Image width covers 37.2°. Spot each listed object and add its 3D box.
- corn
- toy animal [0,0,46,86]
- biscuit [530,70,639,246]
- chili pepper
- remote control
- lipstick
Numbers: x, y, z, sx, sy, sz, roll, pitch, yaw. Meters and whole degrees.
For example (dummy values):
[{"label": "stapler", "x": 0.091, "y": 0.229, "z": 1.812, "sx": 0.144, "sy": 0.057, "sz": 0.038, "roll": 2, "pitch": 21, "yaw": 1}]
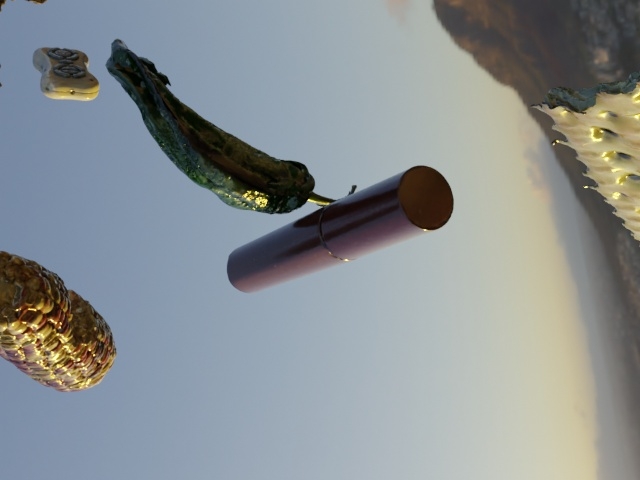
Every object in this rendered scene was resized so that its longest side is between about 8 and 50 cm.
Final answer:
[{"label": "corn", "x": -0.269, "y": 0.080, "z": 0.918, "sx": 0.290, "sy": 0.098, "sz": 0.098, "roll": 87, "pitch": 178, "yaw": -69}, {"label": "toy animal", "x": -0.259, "y": -0.102, "z": 0.633, "sx": 0.186, "sy": 0.093, "sz": 0.214, "roll": 1, "pitch": -91, "yaw": -62}, {"label": "biscuit", "x": 0.168, "y": -0.022, "z": 0.382, "sx": 0.203, "sy": 0.144, "sz": 0.016, "roll": 37, "pitch": -108, "yaw": -48}, {"label": "chili pepper", "x": -0.090, "y": -0.083, "z": 0.895, "sx": 0.279, "sy": 0.065, "sz": 0.122, "roll": 35, "pitch": -145, "yaw": -18}, {"label": "remote control", "x": -0.330, "y": -0.218, "z": 1.231, "sx": 0.122, "sy": 0.074, "sz": 0.032, "roll": -124, "pitch": 42, "yaw": -49}, {"label": "lipstick", "x": 0.000, "y": 0.000, "z": 0.885, "sx": 0.356, "sy": 0.057, "sz": 0.057, "roll": -22, "pitch": 75, "yaw": 61}]
